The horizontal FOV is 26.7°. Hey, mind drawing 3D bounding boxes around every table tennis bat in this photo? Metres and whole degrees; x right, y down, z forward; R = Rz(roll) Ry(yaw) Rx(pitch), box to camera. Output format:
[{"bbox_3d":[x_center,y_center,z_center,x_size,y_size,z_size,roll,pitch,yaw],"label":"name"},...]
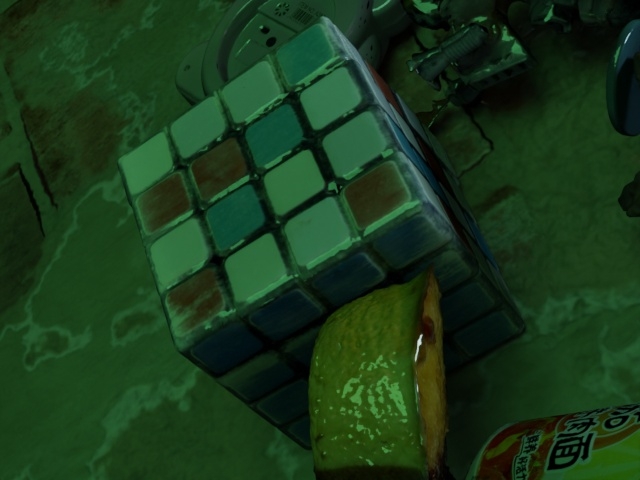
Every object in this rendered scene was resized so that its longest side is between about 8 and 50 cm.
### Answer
[{"bbox_3d":[0.290,-0.135,1.221,0.019,0.155,0.100,13,69,34],"label":"table tennis bat"}]

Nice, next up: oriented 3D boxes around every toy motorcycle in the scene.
[{"bbox_3d":[0.181,-0.231,1.332,0.401,0.134,0.207,-39,68,19],"label":"toy motorcycle"}]

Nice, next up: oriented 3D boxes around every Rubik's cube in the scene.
[{"bbox_3d":[0.000,0.000,1.260,0.259,0.256,0.253,-31,51,13],"label":"Rubik's cube"}]

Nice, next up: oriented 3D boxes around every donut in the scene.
[{"bbox_3d":[0.052,0.181,1.088,0.112,0.151,0.295,-7,100,17],"label":"donut"}]

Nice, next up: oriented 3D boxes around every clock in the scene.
[{"bbox_3d":[-0.025,-0.215,1.514,0.248,0.090,0.227,-51,50,-5],"label":"clock"}]

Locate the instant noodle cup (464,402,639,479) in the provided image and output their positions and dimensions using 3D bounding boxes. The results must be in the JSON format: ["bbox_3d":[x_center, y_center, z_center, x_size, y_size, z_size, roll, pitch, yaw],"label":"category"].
[{"bbox_3d":[0.236,0.234,0.995,0.200,0.264,0.264,-8,59,40],"label":"instant noodle cup"}]

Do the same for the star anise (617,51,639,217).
[{"bbox_3d":[0.369,-0.063,1.081,0.332,0.118,0.331,9,103,40],"label":"star anise"}]
